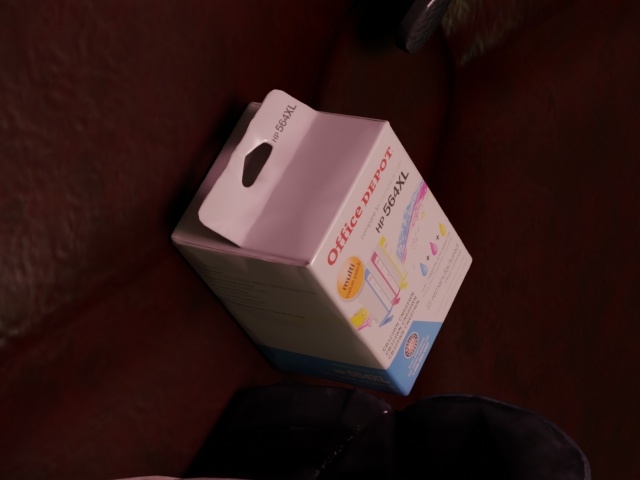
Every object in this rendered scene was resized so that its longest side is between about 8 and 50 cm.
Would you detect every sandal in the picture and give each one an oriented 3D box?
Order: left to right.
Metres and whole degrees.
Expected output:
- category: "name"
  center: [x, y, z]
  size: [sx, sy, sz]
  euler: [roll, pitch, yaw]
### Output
- category: "sandal"
  center: [0.072, -0.178, 0.957]
  size: [0.067, 0.040, 0.179]
  euler: [114, 2, -61]

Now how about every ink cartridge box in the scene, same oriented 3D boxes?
- category: "ink cartridge box"
  center: [0.000, 0.000, 0.859]
  size: [0.092, 0.090, 0.143]
  euler: [-63, 142, -23]

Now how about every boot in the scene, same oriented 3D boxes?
- category: "boot"
  center: [0.157, 0.262, 0.931]
  size: [0.146, 0.367, 0.445]
  euler: [-76, 155, -53]

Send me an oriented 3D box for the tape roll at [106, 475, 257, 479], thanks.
- category: "tape roll"
  center: [-0.032, 0.281, 0.627]
  size: [0.072, 0.392, 0.392]
  euler: [15, 86, -55]
